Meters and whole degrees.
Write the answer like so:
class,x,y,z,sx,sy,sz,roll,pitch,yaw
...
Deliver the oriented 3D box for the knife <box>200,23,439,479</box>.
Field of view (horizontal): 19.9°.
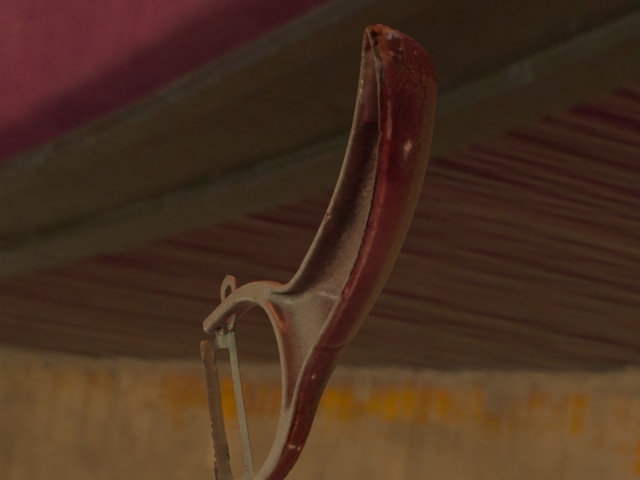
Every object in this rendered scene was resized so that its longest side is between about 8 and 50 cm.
class,x,y,z,sx,sy,sz,roll,pitch,yaw
knife,0.002,0.000,0.793,0.278,0.053,0.123,116,146,-50
